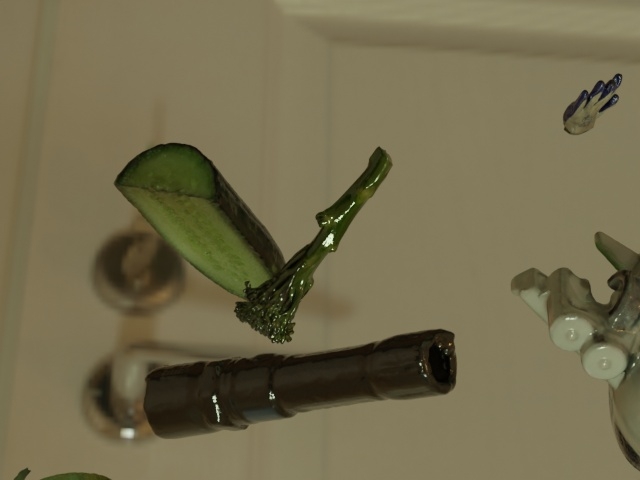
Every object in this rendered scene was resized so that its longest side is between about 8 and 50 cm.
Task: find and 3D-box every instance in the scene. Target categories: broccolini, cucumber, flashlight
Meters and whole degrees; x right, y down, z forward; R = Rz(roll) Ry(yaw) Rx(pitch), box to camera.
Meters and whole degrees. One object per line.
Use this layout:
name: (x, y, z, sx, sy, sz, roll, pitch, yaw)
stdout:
broccolini: (0.002, 0.001, 1.639, 0.216, 0.067, 0.058, -53, 155, 13)
cucumber: (-0.100, -0.011, 1.784, 0.115, 0.063, 0.244, 6, 151, 29)
flashlight: (-0.028, 0.169, 2.089, 0.424, 0.103, 0.103, -12, 146, 32)

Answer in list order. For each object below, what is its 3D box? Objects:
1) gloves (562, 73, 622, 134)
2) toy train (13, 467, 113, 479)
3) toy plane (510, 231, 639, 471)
gloves: (0.301, -0.152, 1.917, 0.064, 0.026, 0.086, -20, 154, -28)
toy train: (-0.170, 0.274, 1.215, 0.189, 0.307, 0.126, -12, 132, -22)
toy plane: (0.171, 0.058, 0.850, 0.174, 0.174, 0.080, 21, 120, -28)
